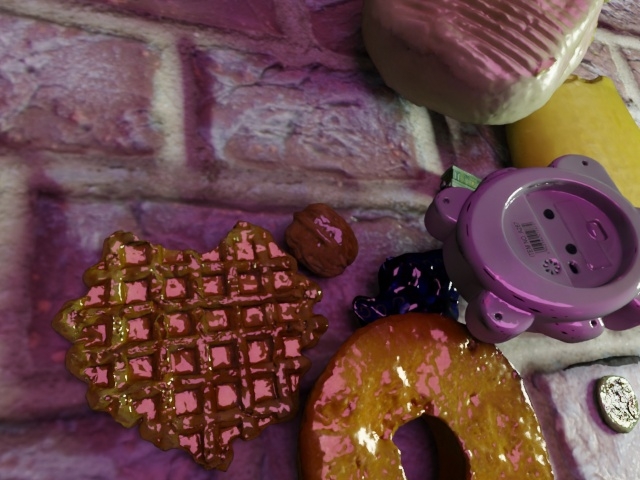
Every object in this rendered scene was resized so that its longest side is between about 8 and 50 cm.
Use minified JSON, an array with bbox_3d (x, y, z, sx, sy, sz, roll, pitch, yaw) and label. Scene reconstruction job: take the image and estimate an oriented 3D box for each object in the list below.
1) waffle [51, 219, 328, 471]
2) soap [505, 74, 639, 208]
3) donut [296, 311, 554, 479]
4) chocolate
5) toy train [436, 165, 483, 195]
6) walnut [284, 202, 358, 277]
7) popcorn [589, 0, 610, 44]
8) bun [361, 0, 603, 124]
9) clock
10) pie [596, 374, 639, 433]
[{"bbox_3d":[-0.124,0.088,0.511,0.292,0.051,0.290,8,66,-18],"label":"waffle"},{"bbox_3d":[0.467,-0.103,0.799,0.306,0.115,0.426,7,60,-18],"label":"soap"},{"bbox_3d":[0.102,0.235,0.511,0.303,0.110,0.302,7,68,-19],"label":"donut"},{"bbox_3d":[0.194,0.046,0.637,0.344,0.126,0.148,-10,109,-18],"label":"chocolate"},{"bbox_3d":[0.229,-0.076,0.738,0.093,0.038,0.056,23,55,-12],"label":"toy train"},{"bbox_3d":[0.000,0.000,0.587,0.079,0.082,0.096,-45,91,-3],"label":"walnut"},{"bbox_3d":[0.422,-0.414,0.887,0.188,0.167,0.185,27,68,-1],"label":"popcorn"},{"bbox_3d":[0.247,-0.340,0.742,0.362,0.213,0.360,-1,79,4],"label":"bun"},{"bbox_3d":[0.265,0.009,0.557,0.248,0.090,0.227,-10,63,-13],"label":"clock"},{"bbox_3d":[0.445,0.244,0.700,0.085,0.017,0.085,8,65,-19],"label":"pie"}]
